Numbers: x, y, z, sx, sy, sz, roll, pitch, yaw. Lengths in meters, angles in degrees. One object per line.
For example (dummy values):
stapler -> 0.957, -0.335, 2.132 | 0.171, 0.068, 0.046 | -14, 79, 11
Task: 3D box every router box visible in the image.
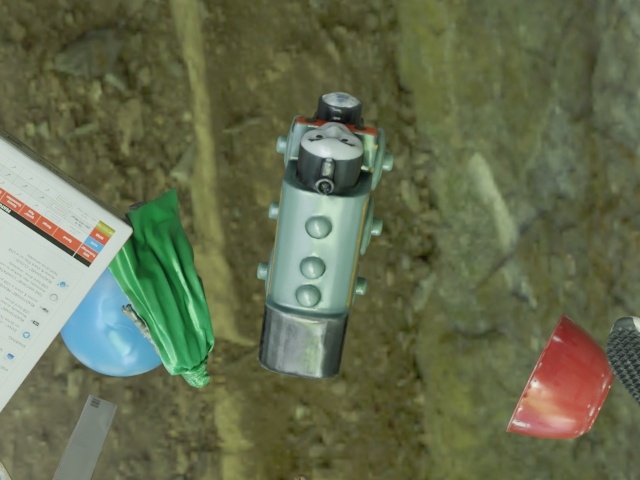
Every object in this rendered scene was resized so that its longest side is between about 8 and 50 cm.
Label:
router box -> -0.413, 0.008, 1.054 | 0.301, 0.335, 0.082 | -53, -164, 0

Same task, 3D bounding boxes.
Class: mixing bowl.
mixing bowl -> 0.333, 0.197, 1.408 | 0.181, 0.098, 0.181 | -57, 164, -27

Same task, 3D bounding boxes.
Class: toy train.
toy train -> 0.000, 0.000, 1.221 | 0.190, 0.142, 0.333 | -81, 180, -62

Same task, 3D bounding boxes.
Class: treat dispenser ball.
treat dispenser ball -> -0.436, 0.157, 2.318 | 0.288, 0.288, 0.288 | -3, 90, -73

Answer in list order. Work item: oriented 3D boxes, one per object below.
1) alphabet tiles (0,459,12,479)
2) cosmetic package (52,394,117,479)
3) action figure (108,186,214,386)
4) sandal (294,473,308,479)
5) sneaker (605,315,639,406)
alphabet tiles -> -0.550, 0.403, 1.497 | 0.198, 0.237, 0.009 | 51, -11, 24
cosmetic package -> -0.421, 0.386, 1.825 | 0.099, 0.060, 0.239 | -59, -168, 28
action figure -> -0.183, 0.070, 1.226 | 0.137, 0.063, 0.232 | -32, 107, -40
sandal -> 0.038, 0.289, 0.984 | 0.180, 0.049, 0.072 | 50, -13, 8
sneaker -> 0.348, 0.126, 1.071 | 0.161, 0.057, 0.075 | 54, 52, -21
